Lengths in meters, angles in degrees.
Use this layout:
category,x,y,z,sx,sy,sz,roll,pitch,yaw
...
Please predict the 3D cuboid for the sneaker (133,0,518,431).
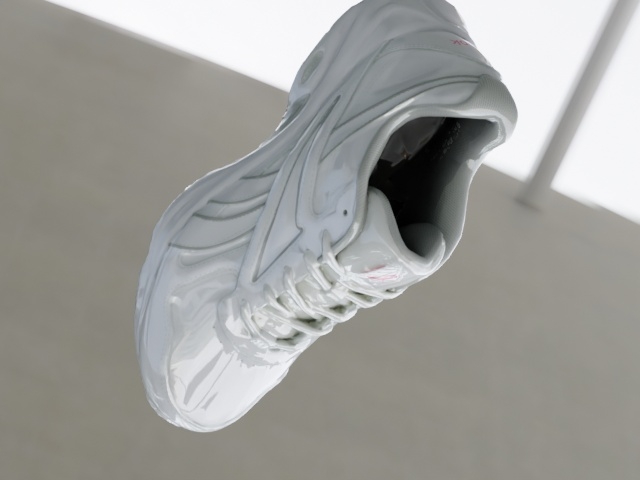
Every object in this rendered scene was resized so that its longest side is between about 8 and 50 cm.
category,x,y,z,sx,sy,sz,roll,pitch,yaw
sneaker,0.000,0.000,0.886,0.090,0.232,0.115,26,-166,-33
